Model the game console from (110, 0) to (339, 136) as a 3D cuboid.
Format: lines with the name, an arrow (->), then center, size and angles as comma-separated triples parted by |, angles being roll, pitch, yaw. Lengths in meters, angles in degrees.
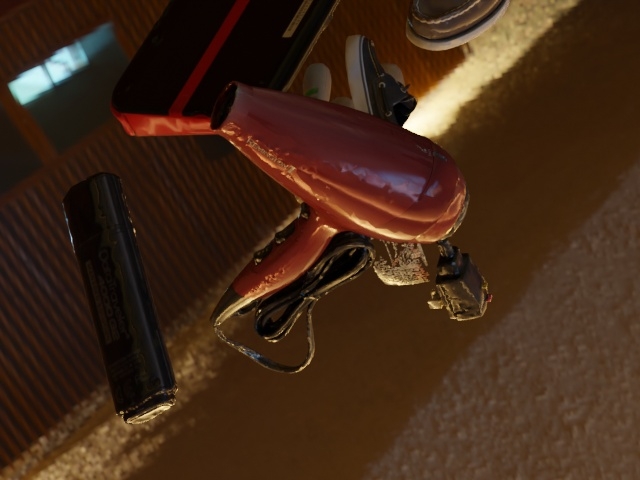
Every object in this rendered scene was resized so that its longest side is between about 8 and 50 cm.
game console -> -0.111, -0.308, 1.638 | 0.342, 0.060, 0.386 | 7, -119, 41

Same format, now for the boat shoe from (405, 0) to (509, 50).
boat shoe -> 0.212, -0.365, 1.426 | 0.116, 0.096, 0.324 | 32, -116, 25

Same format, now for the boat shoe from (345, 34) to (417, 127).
boat shoe -> 0.083, -0.157, 1.397 | 0.076, 0.080, 0.228 | -14, -118, 9

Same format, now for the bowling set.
bowling set -> -0.026, -0.153, 1.637 | 0.287, 0.200, 0.154 | -39, -137, 54

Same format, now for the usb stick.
usb stick -> -0.213, 0.055, 1.212 | 0.077, 0.045, 0.278 | -29, -115, 22

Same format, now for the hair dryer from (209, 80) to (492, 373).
hair dryer -> 0.000, 0.000, 0.828 | 0.224, 0.293, 0.080 | -18, -137, 5
